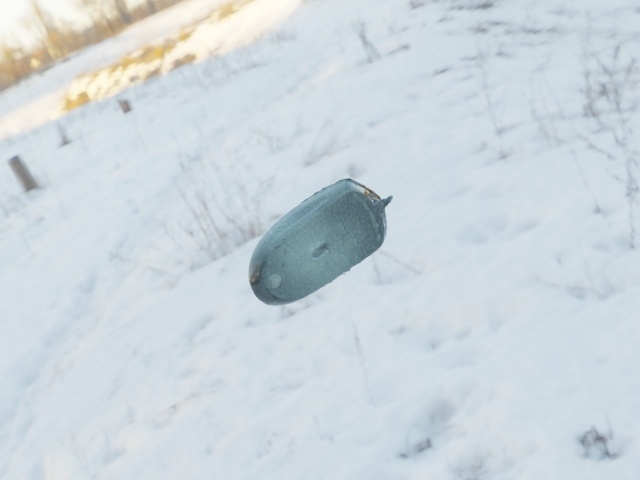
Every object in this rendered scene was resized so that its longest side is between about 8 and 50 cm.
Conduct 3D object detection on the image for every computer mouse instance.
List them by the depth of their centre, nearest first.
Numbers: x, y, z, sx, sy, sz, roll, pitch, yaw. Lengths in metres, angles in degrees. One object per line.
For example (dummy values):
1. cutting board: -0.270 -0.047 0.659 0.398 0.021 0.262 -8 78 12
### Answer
1. computer mouse: -0.004 0.000 1.326 0.229 0.113 0.068 -34 21 -14
